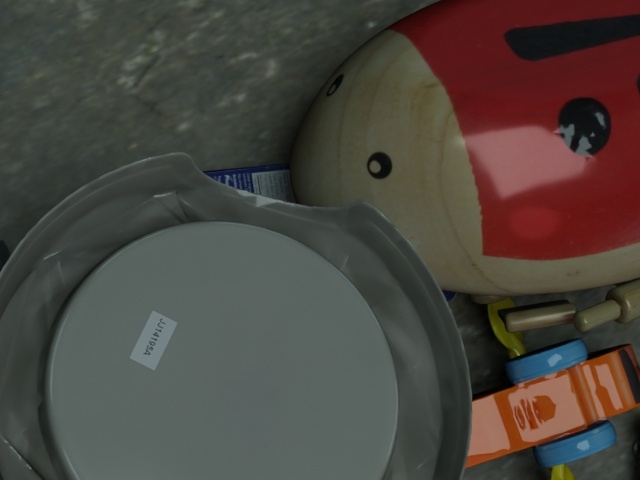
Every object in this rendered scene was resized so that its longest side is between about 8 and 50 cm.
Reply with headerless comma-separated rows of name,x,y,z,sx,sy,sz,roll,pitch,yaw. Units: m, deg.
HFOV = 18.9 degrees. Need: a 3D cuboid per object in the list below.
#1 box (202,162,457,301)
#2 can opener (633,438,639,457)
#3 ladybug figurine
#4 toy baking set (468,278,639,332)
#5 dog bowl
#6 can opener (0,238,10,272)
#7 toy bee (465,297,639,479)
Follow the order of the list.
box,0.000,0.000,1.626,0.225,0.036,0.136,-6,87,-17
can opener,0.305,0.238,1.687,0.059,0.073,0.186,4,93,-25
ladybug figurine,0.194,-0.107,1.571,0.449,0.162,0.305,-15,49,-22
toy baking set,0.241,0.019,1.614,0.256,0.197,0.030,-18,111,-25
dog bowl,-0.073,0.114,1.358,0.348,0.102,0.349,5,70,-14
can opener,-0.330,0.114,1.509,0.095,0.076,0.283,21,77,19
toy bee,0.216,0.142,1.636,0.298,0.162,0.195,2,90,9
